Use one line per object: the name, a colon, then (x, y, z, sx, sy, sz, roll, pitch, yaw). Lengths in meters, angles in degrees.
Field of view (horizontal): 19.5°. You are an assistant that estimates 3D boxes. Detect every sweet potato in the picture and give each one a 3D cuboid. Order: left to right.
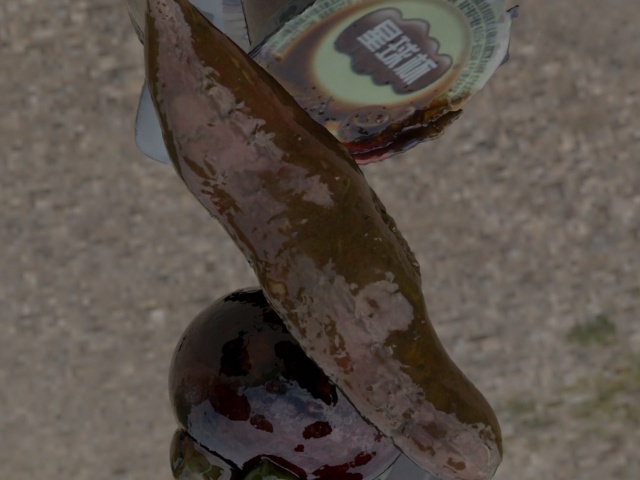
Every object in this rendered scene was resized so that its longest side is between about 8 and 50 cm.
sweet potato: (-0.004, -0.003, 1.120, 0.095, 0.354, 0.106, -34, -176, -6)

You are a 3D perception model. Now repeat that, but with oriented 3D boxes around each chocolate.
chocolate: (0.012, -0.158, 1.286, 0.221, 0.147, 0.221, -17, 144, -13)

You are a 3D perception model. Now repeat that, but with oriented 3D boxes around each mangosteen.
mangosteen: (-0.022, 0.126, 1.310, 0.200, 0.199, 0.200, -10, 160, -4)

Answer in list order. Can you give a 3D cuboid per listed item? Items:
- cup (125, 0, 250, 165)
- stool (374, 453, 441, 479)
cup: (-0.087, -0.210, 1.553, 0.227, 0.301, 0.257, 24, 178, 6)
stool: (0.041, 0.162, 1.514, 0.125, 0.121, 0.217, 16, -175, 14)
